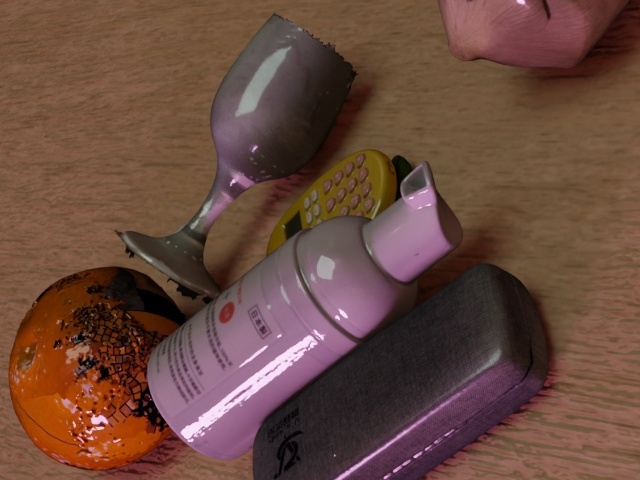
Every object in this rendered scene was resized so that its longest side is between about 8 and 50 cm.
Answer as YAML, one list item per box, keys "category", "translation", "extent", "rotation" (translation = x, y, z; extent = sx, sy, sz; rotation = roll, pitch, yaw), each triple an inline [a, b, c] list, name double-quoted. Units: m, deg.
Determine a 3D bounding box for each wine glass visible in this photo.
- category: "wine glass"
  translation: [-0.088, -0.093, 1.892]
  extent: [0.321, 0.143, 0.143]
  rotation: [-55, 35, 7]

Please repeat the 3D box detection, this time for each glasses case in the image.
- category: "glasses case"
  translation: [0.067, 0.154, 1.569]
  extent: [0.323, 0.074, 0.131]
  rotation: [-39, 38, 27]

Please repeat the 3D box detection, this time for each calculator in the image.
- category: "calculator"
  translation: [0.000, 0.000, 1.791]
  extent: [0.235, 0.032, 0.146]
  rotation: [-46, 34, 30]

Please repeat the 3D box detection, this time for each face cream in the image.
- category: "face cream"
  translation: [0.004, 0.063, 1.655]
  extent: [0.370, 0.145, 0.145]
  rotation: [-37, 40, 28]

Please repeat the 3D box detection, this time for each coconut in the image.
- category: "coconut"
  translation: [0.196, -0.259, 1.608]
  extent: [0.224, 0.224, 0.224]
  rotation: [-31, 43, 35]

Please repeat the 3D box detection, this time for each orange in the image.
- category: "orange"
  translation: [-0.243, 0.141, 1.890]
  extent: [0.234, 0.182, 0.234]
  rotation: [-19, 64, 45]

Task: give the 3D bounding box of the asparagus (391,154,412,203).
- category: "asparagus"
  translation: [0.079, -0.038, 1.743]
  extent: [0.025, 0.021, 0.108]
  rotation: [-30, 44, 42]
